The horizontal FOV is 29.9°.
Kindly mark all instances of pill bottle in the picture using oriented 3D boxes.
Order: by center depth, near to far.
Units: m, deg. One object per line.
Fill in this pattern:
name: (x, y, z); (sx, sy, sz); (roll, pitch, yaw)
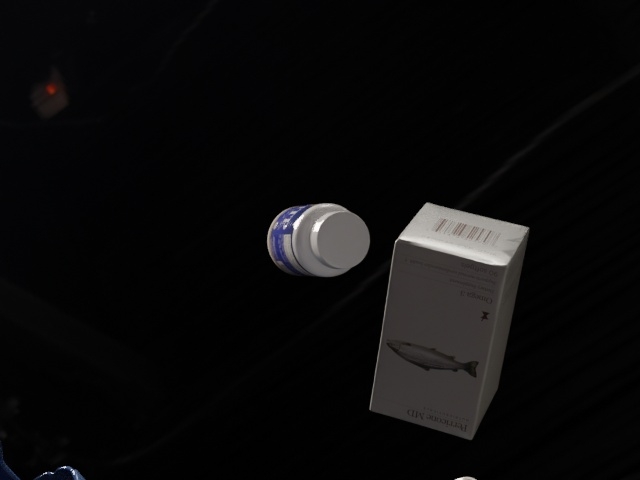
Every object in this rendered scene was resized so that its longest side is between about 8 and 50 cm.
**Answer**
pill bottle: (0.000, 0.000, 1.808); (0.112, 0.112, 0.186); (53, 162, -13)

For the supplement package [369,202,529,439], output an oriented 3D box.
supplement package: (0.119, 0.073, 1.112); (0.105, 0.105, 0.179); (-47, -33, -61)

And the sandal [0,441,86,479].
sandal: (-0.264, 0.300, 1.037); (0.126, 0.138, 0.317); (-94, 9, -55)

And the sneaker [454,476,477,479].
sneaker: (0.119, 0.384, 1.267); (0.169, 0.293, 0.108); (31, 180, -32)
